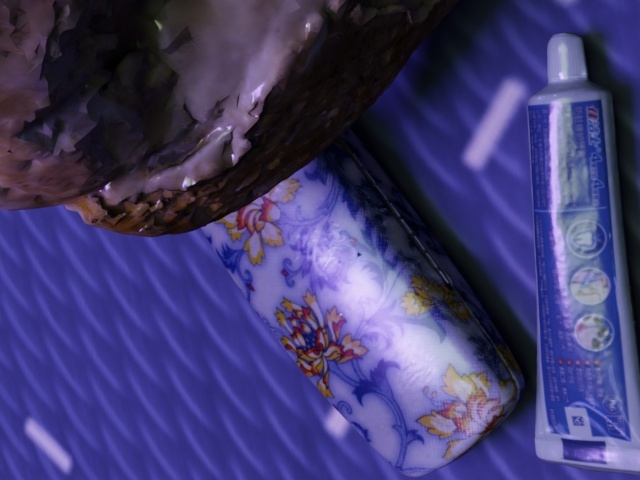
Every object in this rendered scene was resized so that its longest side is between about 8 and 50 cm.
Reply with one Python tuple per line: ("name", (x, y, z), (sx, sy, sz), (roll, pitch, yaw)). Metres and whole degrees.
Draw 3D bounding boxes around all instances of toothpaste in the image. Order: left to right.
("toothpaste", (0.115, 0.007, 0.486), (0.057, 0.035, 0.197), (0, 98, 38))

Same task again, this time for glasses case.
("glasses case", (0.000, 0.000, 0.538), (0.087, 0.065, 0.248), (-43, 73, 26))

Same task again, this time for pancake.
("pancake", (-0.006, -0.161, 0.346), (0.082, 0.387, 0.386), (45, 116, 28))
